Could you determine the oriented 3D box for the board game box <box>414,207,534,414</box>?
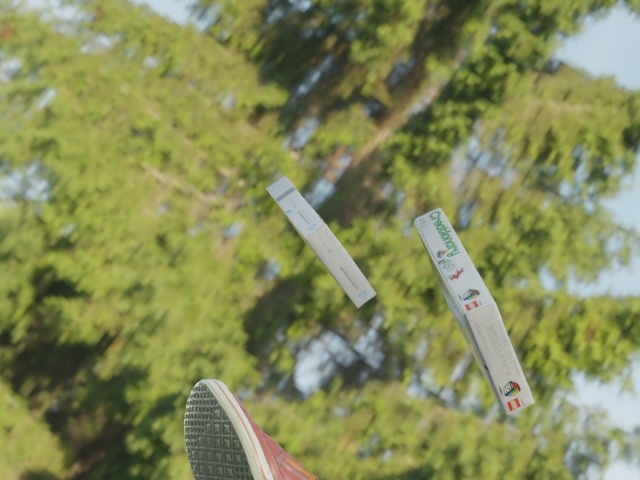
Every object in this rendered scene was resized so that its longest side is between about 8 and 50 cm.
[{"bbox_3d":[0.228,0.102,2.393,0.305,0.053,0.193,-112,178,-60],"label":"board game box"}]

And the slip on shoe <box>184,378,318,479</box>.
[{"bbox_3d":[-0.058,0.302,1.900,0.331,0.101,0.123,51,-53,26],"label":"slip on shoe"}]

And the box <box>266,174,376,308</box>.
[{"bbox_3d":[0.000,0.000,2.262,0.145,0.038,0.186,54,-2,-31],"label":"box"}]
